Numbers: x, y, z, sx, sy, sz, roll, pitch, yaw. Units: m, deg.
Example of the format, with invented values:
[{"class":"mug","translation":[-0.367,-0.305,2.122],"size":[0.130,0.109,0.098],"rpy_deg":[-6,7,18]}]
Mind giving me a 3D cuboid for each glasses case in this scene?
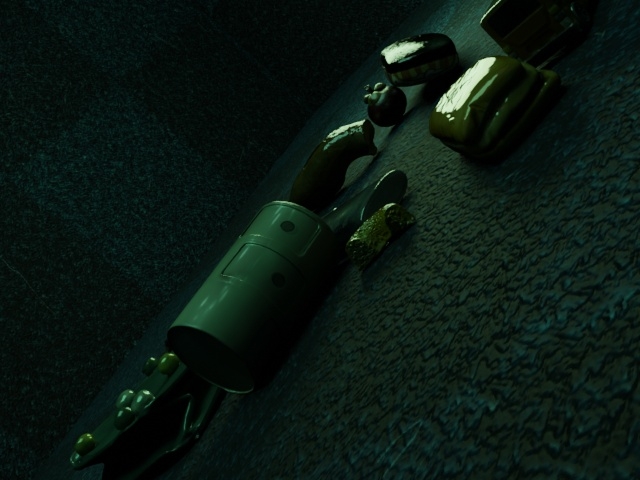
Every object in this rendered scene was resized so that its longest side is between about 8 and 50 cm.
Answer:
[{"class":"glasses case","translation":[0.177,-0.332,1.534],"size":[0.122,0.082,0.321],"rpy_deg":[-14,14,5]}]

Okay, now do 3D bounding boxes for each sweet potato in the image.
[{"class":"sweet potato","translation":[0.013,-0.117,1.557],"size":[0.112,0.085,0.286],"rpy_deg":[-13,-28,-37]}]

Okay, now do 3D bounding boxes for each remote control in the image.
[{"class":"remote control","translation":[0.000,0.000,1.216],"size":[0.107,0.044,0.377],"rpy_deg":[-50,9,-29]}]

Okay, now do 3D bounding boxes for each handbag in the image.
[{"class":"handbag","translation":[-0.225,0.215,1.195],"size":[0.268,0.100,0.274],"rpy_deg":[-41,12,41]}]

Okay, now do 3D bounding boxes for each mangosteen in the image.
[{"class":"mangosteen","translation":[0.122,-0.252,1.564],"size":[0.081,0.081,0.081],"rpy_deg":[-47,10,10]}]

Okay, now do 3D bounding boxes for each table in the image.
[{"class":"table","translation":[-0.079,0.067,1.044],"size":[0.220,0.126,0.126],"rpy_deg":[-55,11,-33]}]

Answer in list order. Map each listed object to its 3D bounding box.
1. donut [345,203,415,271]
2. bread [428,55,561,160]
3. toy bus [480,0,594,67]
[{"class":"donut","translation":[0.067,-0.009,0.961],"size":[0.067,0.038,0.083],"rpy_deg":[-51,8,-35]},{"class":"bread","translation":[0.181,-0.148,0.914],"size":[0.116,0.077,0.200],"rpy_deg":[-56,8,6]},{"class":"toy bus","translation":[0.261,-0.287,0.988],"size":[0.091,0.103,0.182],"rpy_deg":[-39,13,43]}]
